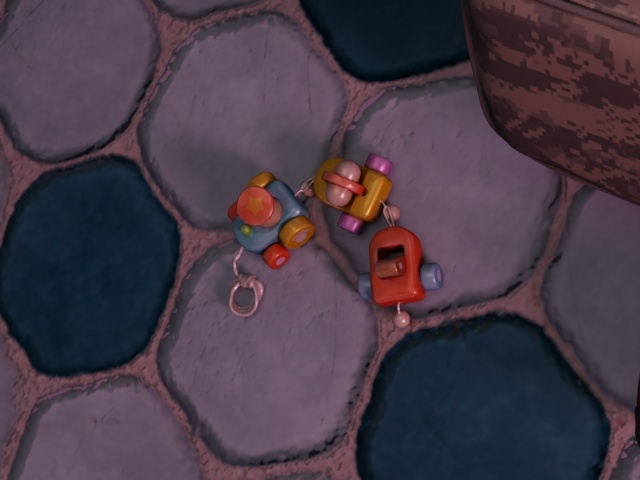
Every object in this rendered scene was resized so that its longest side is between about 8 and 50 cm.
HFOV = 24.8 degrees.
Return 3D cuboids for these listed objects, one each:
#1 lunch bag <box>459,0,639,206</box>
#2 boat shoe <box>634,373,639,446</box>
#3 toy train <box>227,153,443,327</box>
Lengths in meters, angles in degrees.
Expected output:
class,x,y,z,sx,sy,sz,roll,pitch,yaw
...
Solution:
class,x,y,z,sx,sy,sz,roll,pitch,yaw
lunch bag,0.269,-0.144,0.827,0.305,0.212,0.256,24,71,26
boat shoe,0.310,0.106,0.809,0.285,0.103,0.092,10,87,31
toy train,0.000,0.000,1.012,0.166,0.046,0.125,-5,74,24
